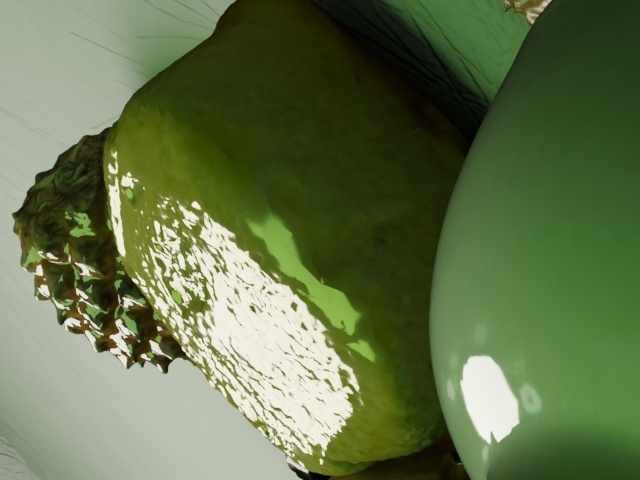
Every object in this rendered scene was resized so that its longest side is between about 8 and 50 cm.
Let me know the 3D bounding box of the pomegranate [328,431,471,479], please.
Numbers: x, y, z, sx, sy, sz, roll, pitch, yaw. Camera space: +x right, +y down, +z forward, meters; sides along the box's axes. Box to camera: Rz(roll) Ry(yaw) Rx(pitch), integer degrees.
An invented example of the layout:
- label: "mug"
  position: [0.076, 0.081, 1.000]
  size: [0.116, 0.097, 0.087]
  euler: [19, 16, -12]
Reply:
- label: "pomegranate"
  position: [0.084, 0.230, 0.896]
  size: [0.264, 0.264, 0.264]
  euler: [39, 156, 22]

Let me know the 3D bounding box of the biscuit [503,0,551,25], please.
- label: "biscuit"
  position: [0.105, -0.156, 0.557]
  size: [0.254, 0.035, 0.254]
  euler: [41, 157, 21]

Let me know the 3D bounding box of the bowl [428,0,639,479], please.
- label: "bowl"
  position: [0.173, 0.079, 0.551]
  size: [0.354, 0.185, 0.354]
  euler: [31, 154, 17]

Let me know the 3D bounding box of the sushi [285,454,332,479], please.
- label: "sushi"
  position: [0.057, 0.230, 1.108]
  size: [0.150, 0.153, 0.172]
  euler: [-137, 33, -73]

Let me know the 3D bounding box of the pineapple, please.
- label: "pineapple"
  position: [-0.116, 0.017, 1.093]
  size: [0.193, 0.166, 0.166]
  euler: [51, 159, -28]

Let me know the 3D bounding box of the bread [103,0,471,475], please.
- label: "bread"
  position: [0.000, 0.000, 0.855]
  size: [0.270, 0.148, 0.270]
  euler: [38, 151, 26]
